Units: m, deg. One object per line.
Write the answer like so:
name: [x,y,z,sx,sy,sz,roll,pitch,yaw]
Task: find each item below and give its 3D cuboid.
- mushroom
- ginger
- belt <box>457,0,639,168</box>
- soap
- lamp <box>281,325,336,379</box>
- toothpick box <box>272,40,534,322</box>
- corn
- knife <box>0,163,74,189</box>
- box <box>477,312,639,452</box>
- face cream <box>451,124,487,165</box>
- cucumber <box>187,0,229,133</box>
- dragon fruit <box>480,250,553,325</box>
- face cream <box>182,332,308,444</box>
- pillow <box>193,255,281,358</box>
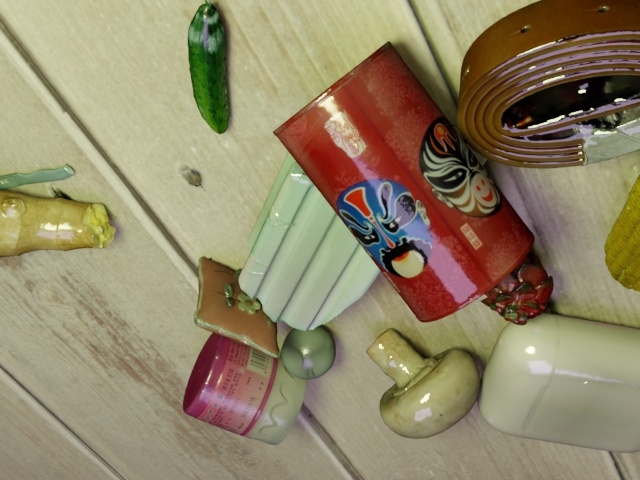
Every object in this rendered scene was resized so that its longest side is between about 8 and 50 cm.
mushroom: [0.194,0.258,1.748,0.206,0.209,0.206,-13,157,-6]
ginger: [-0.553,-0.001,1.603,0.375,0.166,0.236,18,136,-14]
belt: [0.351,-0.208,1.254,0.338,0.122,0.217,-10,132,20]
soap: [0.000,0.000,1.537,0.208,0.115,0.347,18,136,-10]
lamp: [-0.022,0.207,1.767,0.105,0.105,0.105,5,136,5]
toothpick box: [0.114,-0.078,1.293,0.204,0.204,0.333,-33,98,36]
corn: [0.489,-0.024,1.349,0.131,0.131,0.344,2,160,9]
knife: [-0.507,-0.103,1.595,0.210,0.015,0.028,-7,141,18]
box: [0.471,0.260,1.707,0.348,0.141,0.289,9,138,0]
face cream: [0.185,-0.074,1.476,0.092,0.058,0.244,20,130,-2]
cucumber: [-0.160,-0.251,1.353,0.056,0.056,0.250,7,138,3]
dragon fruit: [0.316,0.069,1.556,0.130,0.121,0.142,-8,110,9]
face cream: [-0.144,0.284,1.817,0.194,0.175,0.175,24,135,-13]
pillow: [-0.140,0.112,1.639,0.171,0.179,0.075,27,118,-21]
